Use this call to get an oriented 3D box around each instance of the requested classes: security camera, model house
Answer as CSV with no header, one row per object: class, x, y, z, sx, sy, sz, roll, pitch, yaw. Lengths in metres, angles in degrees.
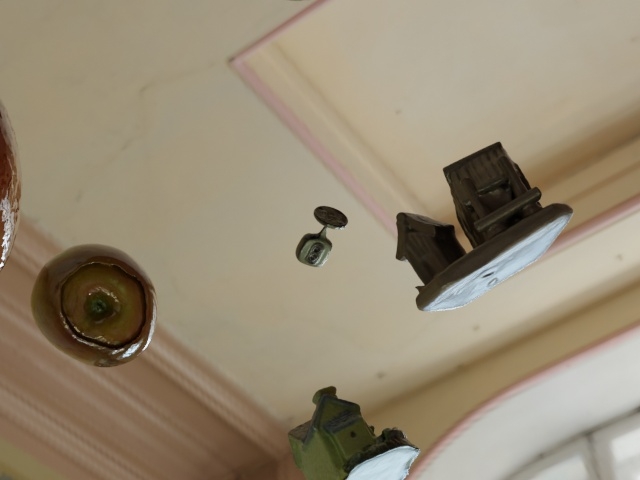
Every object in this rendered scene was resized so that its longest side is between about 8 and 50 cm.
security camera,0.000,0.000,1.649,0.058,0.092,0.058,17,-152,-9
model house,0.199,-0.024,1.429,0.122,0.229,0.188,38,-158,-51
model house,0.051,0.374,2.058,0.195,0.214,0.189,-24,-121,-26

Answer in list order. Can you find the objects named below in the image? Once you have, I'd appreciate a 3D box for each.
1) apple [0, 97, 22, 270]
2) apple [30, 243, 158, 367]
apple,-0.302,-0.044,0.695,0.201,0.218,0.218,51,-164,31
apple,-0.409,0.118,2.002,0.237,0.237,0.207,60,175,0
